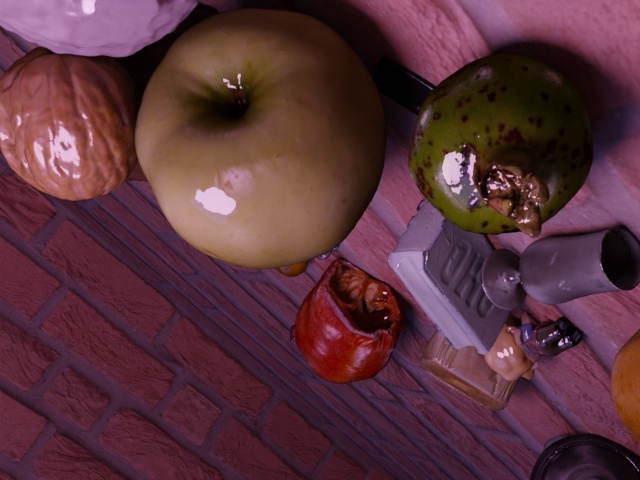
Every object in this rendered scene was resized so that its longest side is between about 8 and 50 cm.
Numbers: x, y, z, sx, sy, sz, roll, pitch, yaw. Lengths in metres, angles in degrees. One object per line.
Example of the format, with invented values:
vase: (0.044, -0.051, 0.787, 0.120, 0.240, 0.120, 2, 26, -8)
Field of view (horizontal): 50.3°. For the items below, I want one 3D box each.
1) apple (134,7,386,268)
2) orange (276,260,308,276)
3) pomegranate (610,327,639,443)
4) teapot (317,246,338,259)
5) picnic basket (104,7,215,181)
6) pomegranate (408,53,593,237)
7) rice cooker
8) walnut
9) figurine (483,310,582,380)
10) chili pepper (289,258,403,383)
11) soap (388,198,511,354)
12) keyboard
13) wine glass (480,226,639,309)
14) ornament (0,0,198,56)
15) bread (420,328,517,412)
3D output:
apple: (-0.071, -0.129, 0.951, 0.357, 0.357, 0.357, 30, 157, 14)
orange: (-0.071, 0.048, 1.654, 0.085, 0.085, 0.095, 27, 167, 19)
pomegranate: (0.528, 0.205, 0.946, 0.233, 0.233, 0.233, 30, 157, 14)
teapot: (-0.002, -0.002, 1.513, 0.083, 0.063, 0.049, 53, -176, -42)
picnic basket: (-0.313, -0.258, 1.153, 0.320, 0.254, 0.291, 17, 146, 24)
pomegranate: (0.203, -0.097, 0.772, 0.210, 0.263, 0.211, 5, 118, 10)
rice cooker: (0.609, 0.593, 1.550, 0.316, 0.264, 0.317, -21, -90, -86)
walnut: (-0.337, -0.157, 0.936, 0.213, 0.213, 0.213, 30, 157, 14)
figurine: (0.391, 0.189, 1.282, 0.114, 0.108, 0.196, 30, 142, -14)
chili pepper: (0.075, 0.183, 1.600, 0.305, 0.229, 0.252, 114, 139, -55)
soap: (0.231, 0.059, 1.156, 0.094, 0.150, 0.261, 1, 141, 46)
keyboard: (0.159, -0.186, 0.942, 0.195, 0.018, 0.060, 33, 151, 5)
wine glass: (0.353, 0.044, 1.011, 0.103, 0.103, 0.231, 42, 154, -16)
ornament: (-0.287, -0.379, 0.800, 0.337, 0.337, 0.337, 30, 157, 14)
bread: (0.329, 0.275, 1.504, 0.209, 0.110, 0.192, 30, 164, 13)
